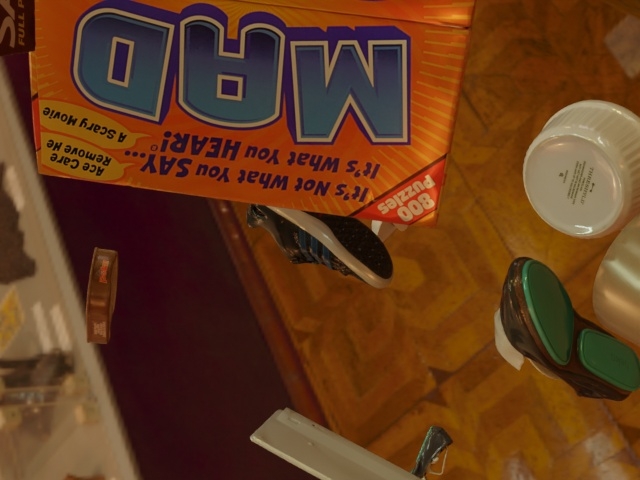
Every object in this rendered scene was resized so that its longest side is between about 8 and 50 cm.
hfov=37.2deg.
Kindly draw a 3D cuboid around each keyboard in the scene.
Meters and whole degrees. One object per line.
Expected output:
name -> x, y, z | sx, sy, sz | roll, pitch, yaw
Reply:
keyboard -> 0.060, 0.224, 0.858 | 0.256, 0.072, 0.014 | 26, 114, 13

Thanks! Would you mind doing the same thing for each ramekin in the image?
ramekin -> 0.520, -0.128, 1.857 | 0.273, 0.127, 0.273 | 24, 128, 35

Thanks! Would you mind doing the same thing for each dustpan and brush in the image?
dustpan and brush -> 0.162, -0.063, 2.197 | 0.147, 0.211, 0.060 | -45, 53, 2

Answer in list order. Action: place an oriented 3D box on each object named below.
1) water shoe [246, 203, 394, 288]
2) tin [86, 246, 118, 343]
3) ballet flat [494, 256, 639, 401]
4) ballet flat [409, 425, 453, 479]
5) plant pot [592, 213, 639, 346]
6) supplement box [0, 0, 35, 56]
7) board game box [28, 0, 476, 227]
water shoe -> 0.000, 0.000, 1.191 | 0.203, 0.073, 0.080 | 38, 128, 4
tin -> -0.323, 0.085, 1.409 | 0.190, 0.040, 0.106 | 113, 166, -59
ballet flat -> 0.250, 0.112, 1.040 | 0.096, 0.280, 0.095 | -14, 50, 39
ballet flat -> 0.225, 0.499, 2.054 | 0.074, 0.074, 0.203 | 33, 98, 42
plant pot -> 0.607, 0.103, 1.454 | 0.274, 0.256, 0.256 | 46, 119, 51
supplement box -> -0.285, -0.196, 0.584 | 0.239, 0.073, 0.130 | 18, 115, 27
board game box -> -0.037, -0.269, 0.888 | 0.356, 0.356, 0.356 | -75, -7, -60
